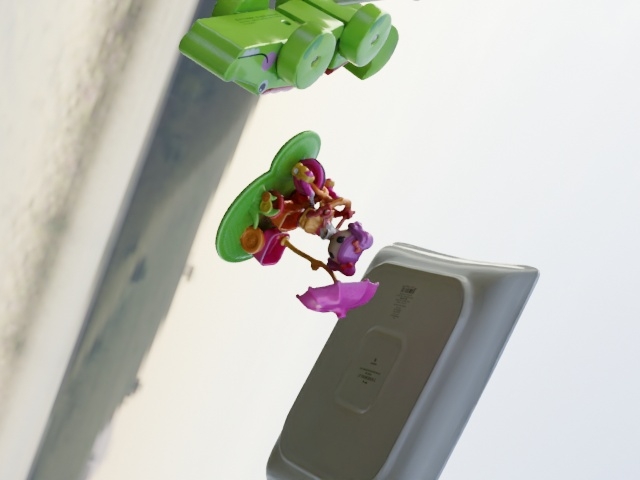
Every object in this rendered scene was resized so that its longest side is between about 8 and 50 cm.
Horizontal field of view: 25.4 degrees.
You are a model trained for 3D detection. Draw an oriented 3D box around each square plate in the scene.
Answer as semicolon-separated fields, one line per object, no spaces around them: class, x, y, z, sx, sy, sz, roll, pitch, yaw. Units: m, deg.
square plate;0.070;0.157;1.612;0.344;0.049;0.347;-62;-156;-7

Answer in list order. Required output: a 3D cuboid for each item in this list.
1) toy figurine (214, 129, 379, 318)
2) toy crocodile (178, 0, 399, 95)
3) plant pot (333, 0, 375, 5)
toy figurine;0.000;0.000;1.475;0.130;0.159;0.173;-2;128;-57
toy crocodile;-0.025;-0.201;1.452;0.340;0.115;0.105;-28;145;-58
plant pot;0.046;-0.255;1.332;0.079;0.083;0.083;-11;-136;27
